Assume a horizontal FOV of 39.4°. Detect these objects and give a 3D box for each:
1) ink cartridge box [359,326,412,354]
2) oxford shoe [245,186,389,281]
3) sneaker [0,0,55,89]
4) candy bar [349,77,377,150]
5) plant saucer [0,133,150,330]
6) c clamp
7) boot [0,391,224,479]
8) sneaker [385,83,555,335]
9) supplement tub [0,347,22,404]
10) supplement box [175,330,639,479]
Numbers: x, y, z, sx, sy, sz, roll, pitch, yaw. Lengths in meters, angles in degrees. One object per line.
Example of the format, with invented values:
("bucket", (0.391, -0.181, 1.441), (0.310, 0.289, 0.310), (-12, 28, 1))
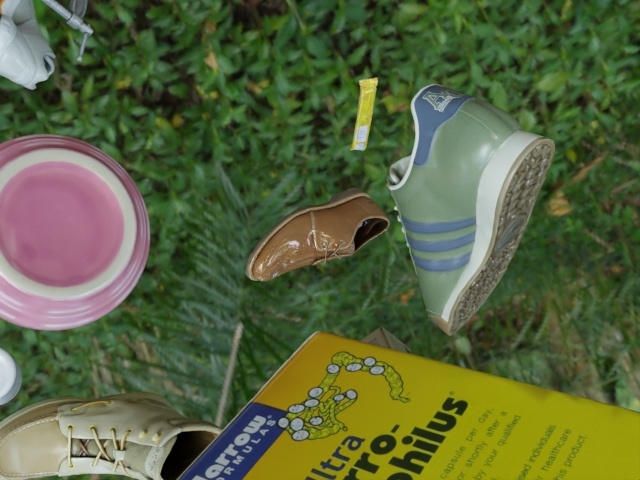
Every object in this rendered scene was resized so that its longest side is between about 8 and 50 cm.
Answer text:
("ink cartridge box", (0.028, 0.243, 0.997), (0.234, 0.193, 0.088), (-35, 140, 12))
("oxford shoe", (0.000, 0.000, 1.151), (0.212, 0.076, 0.076), (-29, 142, -26))
("sneaker", (-0.474, -0.311, 1.406), (0.099, 0.262, 0.121), (-39, 122, 16))
("candy bar", (0.086, -0.249, 1.791), (0.040, 0.018, 0.162), (-10, 127, -25))
("plant saucer", (-0.436, -0.021, 1.473), (0.332, 0.332, 0.084), (-12, 176, -30))
("c clamp", (-0.356, -0.329, 1.164), (0.022, 0.137, 0.160), (-29, 128, 28))
("boot", (-0.258, 0.257, 1.094), (0.262, 0.095, 0.203), (-2, -174, -39))
("sneaker", (0.080, -0.021, 0.558), (0.064, 0.086, 0.192), (-39, 157, -26))
("supplement tub", (-0.413, 0.170, 1.119), (0.071, 0.071, 0.107), (-16, 172, -18))
("supplement box", (0.103, 0.224, 0.604), (0.356, 0.194, 0.195), (10, -139, 38))
